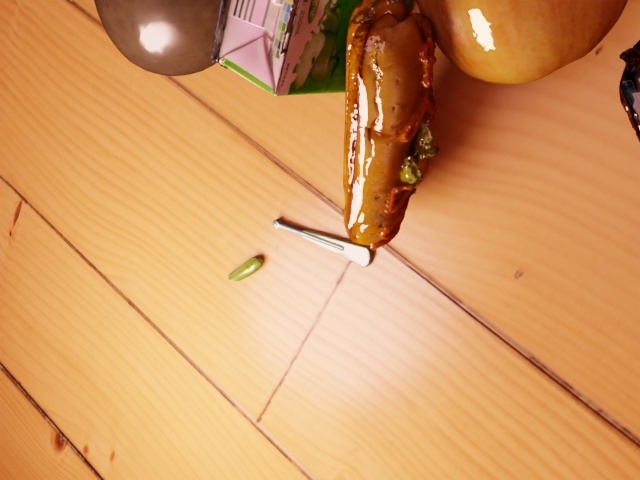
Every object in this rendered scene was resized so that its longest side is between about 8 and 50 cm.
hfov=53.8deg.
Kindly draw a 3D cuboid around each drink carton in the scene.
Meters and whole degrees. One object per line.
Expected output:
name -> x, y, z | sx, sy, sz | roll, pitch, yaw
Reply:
drink carton -> -0.001, -0.284, 0.818 | 0.108, 0.271, 0.161 | 32, 118, 25

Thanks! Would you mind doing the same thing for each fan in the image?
fan -> 0.000, 0.000, 1.045 | 0.193, 0.016, 0.038 | 20, 114, 26

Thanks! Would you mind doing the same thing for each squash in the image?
squash -> -0.137, 0.055, 1.141 | 0.089, 0.027, 0.027 | -34, 83, 35

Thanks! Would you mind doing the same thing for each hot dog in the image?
hot dog -> 0.089, -0.143, 0.814 | 0.117, 0.158, 0.349 | 1, 132, 1

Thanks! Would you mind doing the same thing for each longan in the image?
longan -> -0.207, -0.392, 0.948 | 0.300, 0.243, 0.300 | 1, 126, 1

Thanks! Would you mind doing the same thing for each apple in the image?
apple -> 0.228, -0.309, 0.709 | 0.242, 0.242, 0.241 | -5, 112, 33

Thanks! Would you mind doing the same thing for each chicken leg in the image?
chicken leg -> 0.431, -0.121, 0.724 | 0.106, 0.051, 0.253 | -43, 81, 27
